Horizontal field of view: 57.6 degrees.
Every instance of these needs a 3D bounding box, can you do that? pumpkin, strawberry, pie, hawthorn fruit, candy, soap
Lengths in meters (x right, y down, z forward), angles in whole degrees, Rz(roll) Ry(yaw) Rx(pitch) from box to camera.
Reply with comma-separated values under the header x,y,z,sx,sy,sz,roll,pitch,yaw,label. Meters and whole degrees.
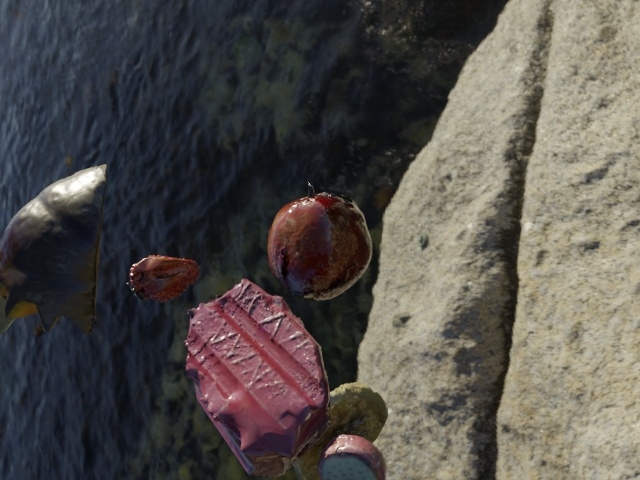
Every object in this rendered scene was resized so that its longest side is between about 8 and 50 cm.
x,y,z,sx,sy,sz,roll,pitch,yaw,label
-0.345,-0.019,0.744,0.254,0.130,0.149,-107,30,-45,pumpkin
-0.329,0.074,1.220,0.048,0.152,0.104,127,122,-70,strawberry
0.026,0.368,1.105,0.218,0.185,0.052,-62,30,4,pie
0.005,0.015,1.574,0.316,0.316,0.316,-5,83,45,hawthorn fruit
0.047,0.336,0.861,0.103,0.043,0.103,7,114,16,candy
-0.102,0.225,0.983,0.325,0.220,0.127,39,157,38,soap

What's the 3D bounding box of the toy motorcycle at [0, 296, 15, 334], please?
x,y,z,sx,sy,sz,roll,pitch,yaw,label
-0.600,0.107,0.875,0.168,0.410,0.237,-10,120,23,toy motorcycle
